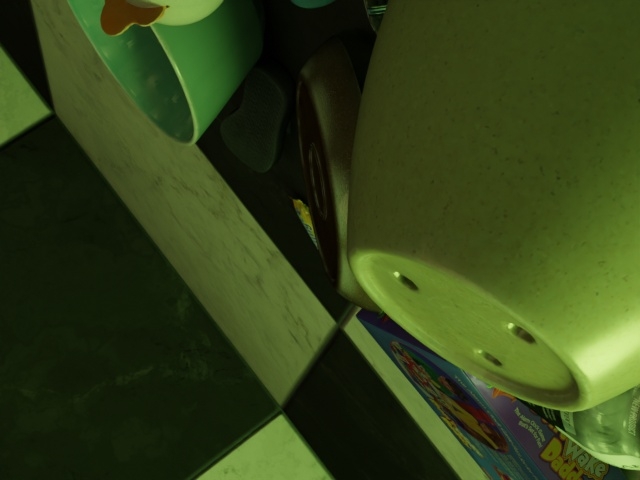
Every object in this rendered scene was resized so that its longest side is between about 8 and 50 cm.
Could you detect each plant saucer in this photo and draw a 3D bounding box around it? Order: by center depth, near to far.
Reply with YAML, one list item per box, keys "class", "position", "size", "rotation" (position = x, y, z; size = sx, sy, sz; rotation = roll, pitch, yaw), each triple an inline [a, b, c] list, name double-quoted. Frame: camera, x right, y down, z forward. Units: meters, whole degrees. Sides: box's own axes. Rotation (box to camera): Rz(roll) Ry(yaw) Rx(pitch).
- class: "plant saucer"
  position: [0.017, -0.068, 1.277]
  size: [0.310, 0.050, 0.310]
  rotation: [171, 90, -83]

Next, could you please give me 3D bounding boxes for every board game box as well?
- class: "board game box"
  position: [0.216, 0.206, 1.369]
  size: [0.347, 0.078, 0.233]
  rotation: [51, 166, -26]

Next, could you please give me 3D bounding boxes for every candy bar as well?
- class: "candy bar"
  position: [0.000, 0.000, 1.762]
  size: [0.161, 0.018, 0.040]
  rotation: [60, 163, -18]

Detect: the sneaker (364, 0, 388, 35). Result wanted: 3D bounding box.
- class: "sneaker"
  position: [0.093, -0.178, 0.992]
  size: [0.211, 0.080, 0.081]
  rotation: [54, -171, -31]

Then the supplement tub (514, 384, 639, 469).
- class: "supplement tub"
  position: [0.219, 0.055, 0.942]
  size: [0.316, 0.194, 0.193]
  rotation: [38, 157, 47]

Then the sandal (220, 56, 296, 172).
- class: "sandal"
  position: [-0.072, -0.169, 1.583]
  size: [0.097, 0.054, 0.254]
  rotation: [46, 154, 3]

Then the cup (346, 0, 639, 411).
- class: "cup"
  position: [0.148, -0.039, 0.710]
  size: [0.331, 0.237, 0.331]
  rotation: [32, 165, 10]

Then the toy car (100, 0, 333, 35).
- class: "toy car"
  position: [-0.128, -0.287, 1.086]
  size: [0.210, 0.238, 0.219]
  rotation: [40, 168, 40]

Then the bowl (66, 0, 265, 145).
- class: "bowl"
  position: [-0.183, -0.288, 1.426]
  size: [0.311, 0.163, 0.311]
  rotation: [49, 163, 20]
